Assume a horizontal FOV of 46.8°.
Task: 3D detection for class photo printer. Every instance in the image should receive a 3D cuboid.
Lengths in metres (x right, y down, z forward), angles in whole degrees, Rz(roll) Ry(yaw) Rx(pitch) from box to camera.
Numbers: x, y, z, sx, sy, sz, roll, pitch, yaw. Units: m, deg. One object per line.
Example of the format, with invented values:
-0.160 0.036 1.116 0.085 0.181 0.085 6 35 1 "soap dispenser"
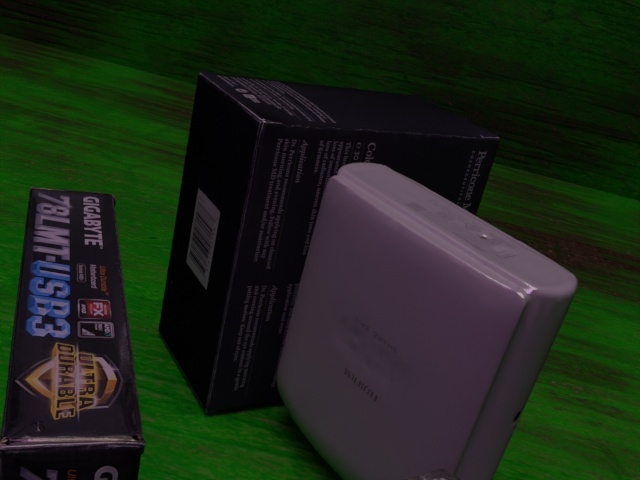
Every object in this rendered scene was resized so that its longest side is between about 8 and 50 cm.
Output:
0.078 0.113 0.716 0.107 0.308 0.256 -10 36 -42 "photo printer"

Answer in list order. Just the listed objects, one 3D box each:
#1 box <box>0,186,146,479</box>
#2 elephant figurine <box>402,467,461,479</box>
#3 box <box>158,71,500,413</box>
-0.177 0.153 0.498 0.073 0.293 0.295 5 24 -22 "box"
0.023 0.275 0.485 0.239 0.186 0.169 -23 67 -15 "elephant figurine"
0.000 0.000 0.891 0.312 0.343 0.179 0 26 -31 "box"
